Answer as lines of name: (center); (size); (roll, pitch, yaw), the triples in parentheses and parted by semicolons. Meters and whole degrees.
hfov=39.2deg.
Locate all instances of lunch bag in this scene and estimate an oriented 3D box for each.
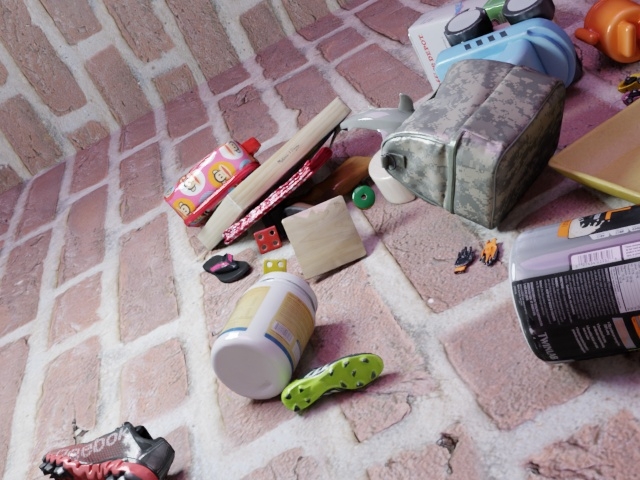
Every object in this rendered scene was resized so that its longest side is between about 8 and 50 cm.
lunch bag: (0.287, -0.202, 1.694); (0.256, 0.212, 0.305); (26, 55, 25)
lunch bag: (-0.244, -0.153, 2.200); (0.258, 0.120, 0.293); (-43, 1, 4)

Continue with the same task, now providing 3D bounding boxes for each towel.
towel: (-0.094, -0.105, 2.008); (0.275, 0.031, 0.199); (-38, 5, 21)

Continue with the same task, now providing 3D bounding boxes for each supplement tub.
supplement tub: (-0.092, 0.162, 1.567); (0.144, 0.144, 0.199); (-13, 29, 30)
supplement tub: (0.428, 0.048, 1.188); (0.316, 0.193, 0.193); (-14, 29, 28)

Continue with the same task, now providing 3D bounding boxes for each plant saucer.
plant saucer: (0.611, -0.153, 1.506); (0.333, 0.081, 0.333); (-33, 25, -9)

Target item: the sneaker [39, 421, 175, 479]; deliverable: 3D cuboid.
sneaker: (-0.351, 0.370, 1.503); (0.276, 0.097, 0.135); (-6, 34, 36)

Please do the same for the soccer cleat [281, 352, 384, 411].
soccer cleat: (0.018, 0.220, 1.454); (0.179, 0.060, 0.072); (-24, 13, 11)

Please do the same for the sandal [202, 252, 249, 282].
sandal: (-0.222, 0.054, 2.022); (0.067, 0.040, 0.179); (-40, 27, -23)

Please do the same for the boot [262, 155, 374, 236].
boot: (0.040, -0.097, 2.007); (0.280, 0.096, 0.264); (-35, 13, -24)

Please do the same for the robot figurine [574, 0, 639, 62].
robot figurine: (0.664, -0.467, 1.983); (0.158, 0.128, 0.219); (-46, 23, 14)

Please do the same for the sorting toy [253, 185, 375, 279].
sorting toy: (0.000, 0.000, 1.813); (0.275, 0.132, 0.046); (-23, -9, 0)

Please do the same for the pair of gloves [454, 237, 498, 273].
pair of gloves: (0.277, 0.029, 1.592); (0.083, 0.010, 0.074); (-18, 29, 28)

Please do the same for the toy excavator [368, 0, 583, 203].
toy excavator: (0.332, -0.300, 1.949); (0.433, 0.222, 0.445); (-15, 37, 30)

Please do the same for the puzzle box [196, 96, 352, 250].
puzzle box: (-0.111, -0.159, 2.153); (0.409, 0.052, 0.272); (-45, 1, -31)

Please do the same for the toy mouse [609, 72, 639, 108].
toy mouse: (0.655, -0.301, 1.789); (0.161, 0.031, 0.143); (-38, 26, -18)

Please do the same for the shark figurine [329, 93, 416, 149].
shark figurine: (0.131, -0.251, 2.074); (0.278, 0.166, 0.116); (-3, 69, 18)

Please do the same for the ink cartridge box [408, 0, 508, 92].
ink cartridge box: (0.387, -0.486, 2.211); (0.278, 0.201, 0.117); (-6, 33, 41)
